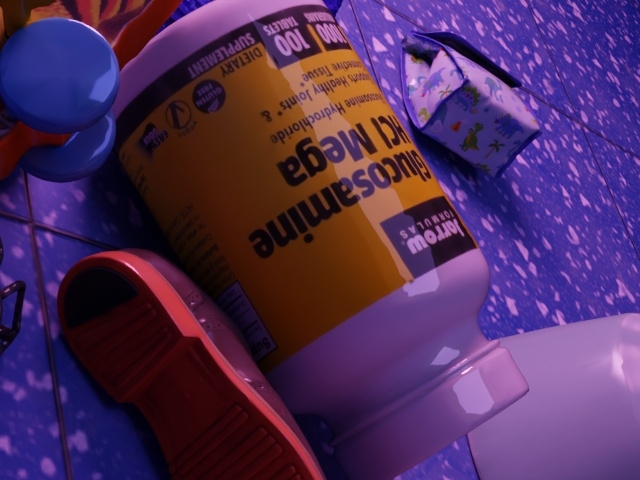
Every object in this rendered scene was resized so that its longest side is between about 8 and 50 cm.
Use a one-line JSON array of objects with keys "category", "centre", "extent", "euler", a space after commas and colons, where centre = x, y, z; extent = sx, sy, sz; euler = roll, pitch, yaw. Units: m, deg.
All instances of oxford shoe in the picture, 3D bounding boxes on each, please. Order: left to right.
[{"category": "oxford shoe", "centre": [-0.052, 0.113, 0.844], "extent": [0.271, 0.097, 0.098], "euler": [56, 23, 4]}]

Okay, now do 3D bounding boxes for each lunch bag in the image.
[{"category": "lunch bag", "centre": [0.157, -0.160, 1.446], "extent": [0.129, 0.096, 0.151], "euler": [31, 22, -31]}]

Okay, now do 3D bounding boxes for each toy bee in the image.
[{"category": "toy bee", "centre": [-0.199, -0.098, 0.788], "extent": [0.162, 0.195, 0.298], "euler": [24, 46, -2]}]

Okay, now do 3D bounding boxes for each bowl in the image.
[{"category": "bowl", "centre": [0.288, 0.188, 1.189], "extent": [0.311, 0.163, 0.311], "euler": [36, 33, -28]}]

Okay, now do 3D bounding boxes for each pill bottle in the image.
[{"category": "pill bottle", "centre": [0.000, 0.000, 0.938], "extent": [0.334, 0.188, 0.188], "euler": [58, 29, 7]}]

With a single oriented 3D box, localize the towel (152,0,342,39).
[{"category": "towel", "centre": [-0.112, -0.251, 1.102], "extent": [0.308, 0.076, 0.227], "euler": [40, 51, -22]}]
